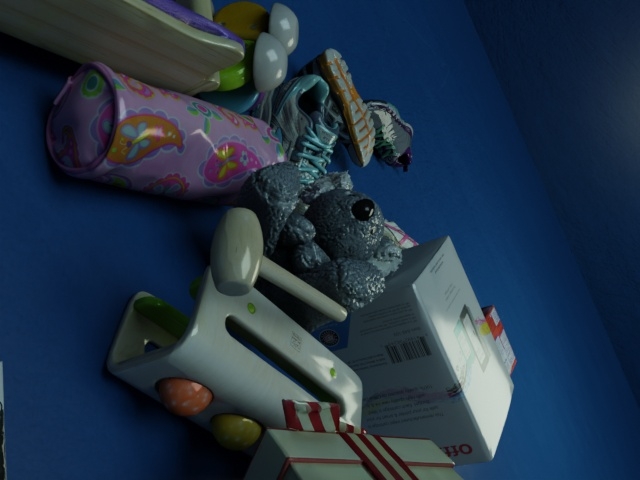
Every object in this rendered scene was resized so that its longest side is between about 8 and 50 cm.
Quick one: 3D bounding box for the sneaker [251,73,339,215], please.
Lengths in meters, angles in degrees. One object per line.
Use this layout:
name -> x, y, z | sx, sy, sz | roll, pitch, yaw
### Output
sneaker -> -0.036, -0.129, 0.937 | 0.110, 0.122, 0.283 | 28, 51, -48

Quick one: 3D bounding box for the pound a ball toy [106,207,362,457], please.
pound a ball toy -> -0.063, 0.134, 0.661 | 0.319, 0.208, 0.136 | 45, 39, -36

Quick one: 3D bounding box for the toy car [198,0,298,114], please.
toy car -> -0.117, -0.244, 0.886 | 0.136, 0.159, 0.182 | 91, 8, -47

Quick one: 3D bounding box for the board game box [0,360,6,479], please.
board game box -> -0.335, 0.171, 0.365 | 0.305, 0.053, 0.193 | 12, 62, -54

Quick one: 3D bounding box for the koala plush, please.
koala plush -> 0.000, 0.000, 0.813 | 0.196, 0.203, 0.221 | 51, 46, 5

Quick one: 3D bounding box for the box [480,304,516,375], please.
box -> 0.262, 0.233, 1.189 | 0.257, 0.122, 0.128 | -33, 100, -58

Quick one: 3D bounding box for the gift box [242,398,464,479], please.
gift box -> 0.026, 0.310, 0.576 | 0.276, 0.255, 0.258 | 23, 8, -36

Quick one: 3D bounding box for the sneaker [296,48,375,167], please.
sneaker -> 0.031, -0.228, 1.144 | 0.215, 0.083, 0.084 | 66, 31, -15

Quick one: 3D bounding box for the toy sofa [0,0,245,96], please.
toy sofa -> -0.249, -0.265, 0.635 | 0.362, 0.177, 0.150 | 13, 63, -53

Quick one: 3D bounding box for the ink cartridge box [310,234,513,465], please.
ink cartridge box -> 0.133, 0.171, 0.955 | 0.270, 0.198, 0.197 | 65, 31, -9

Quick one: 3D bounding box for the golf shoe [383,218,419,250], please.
golf shoe -> 0.138, 0.000, 1.186 | 0.186, 0.067, 0.086 | 25, 51, -49

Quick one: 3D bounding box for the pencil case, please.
pencil case -> -0.163, -0.111, 0.739 | 0.284, 0.124, 0.124 | 5, 69, -57

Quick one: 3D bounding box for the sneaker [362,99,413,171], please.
sneaker -> 0.131, -0.206, 1.285 | 0.223, 0.083, 0.098 | 15, 65, -54
